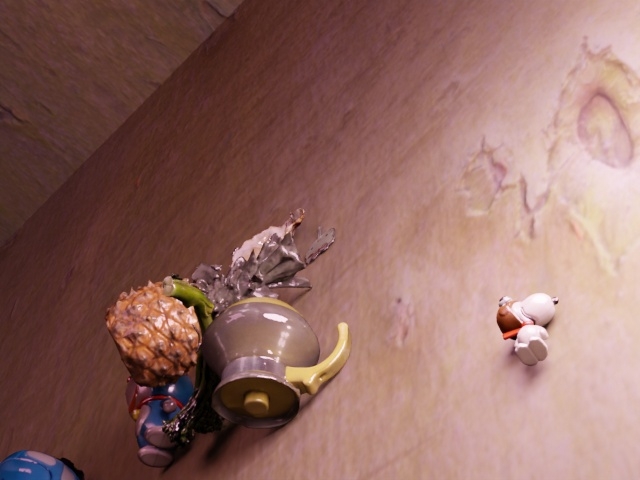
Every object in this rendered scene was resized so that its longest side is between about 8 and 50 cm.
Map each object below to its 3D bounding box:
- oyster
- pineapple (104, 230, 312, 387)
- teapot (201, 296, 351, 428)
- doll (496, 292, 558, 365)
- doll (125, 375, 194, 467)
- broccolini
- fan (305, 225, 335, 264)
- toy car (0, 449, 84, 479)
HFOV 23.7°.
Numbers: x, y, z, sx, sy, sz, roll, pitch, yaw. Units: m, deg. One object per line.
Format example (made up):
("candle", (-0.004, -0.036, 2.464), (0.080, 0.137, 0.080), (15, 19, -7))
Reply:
("oyster", (-0.070, 0.018, 2.004), (0.148, 0.051, 0.103), (-38, 11, -19))
("pineapple", (-0.130, 0.076, 1.820), (0.248, 0.128, 0.128), (-27, 17, -6))
("teapot", (-0.049, 0.129, 1.644), (0.165, 0.130, 0.119), (-9, 48, 14))
("doll", (0.178, 0.079, 1.325), (0.058, 0.040, 0.085), (-23, 29, 33))
("doll", (-0.197, 0.207, 1.870), (0.152, 0.085, 0.114), (-96, 25, -53))
("broccolini", (-0.153, 0.138, 1.688), (0.062, 0.271, 0.123), (9, 54, 17))
("fan", (0.000, 0.000, 1.954), (0.056, 0.004, 0.083), (-42, 18, 20))
("toy car", (-0.445, 0.369, 1.994), (0.314, 0.166, 0.198), (-30, 29, 44))
